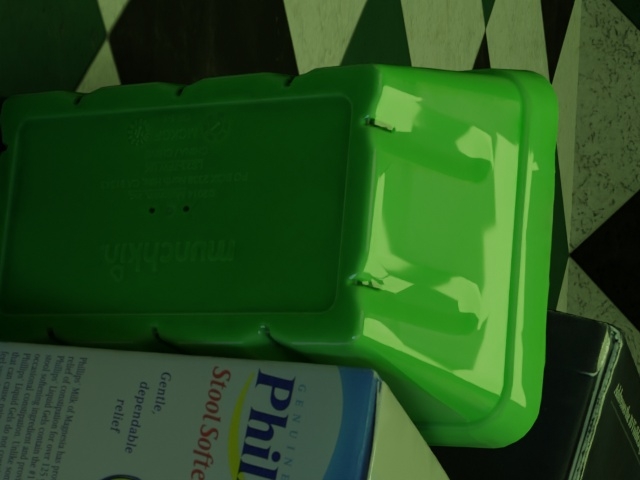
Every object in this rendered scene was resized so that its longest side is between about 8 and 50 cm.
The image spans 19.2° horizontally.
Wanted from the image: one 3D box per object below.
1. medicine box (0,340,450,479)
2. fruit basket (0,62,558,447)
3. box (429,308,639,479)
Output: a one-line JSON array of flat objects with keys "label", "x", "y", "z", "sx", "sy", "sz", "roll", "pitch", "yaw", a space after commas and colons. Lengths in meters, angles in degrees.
[{"label": "medicine box", "x": -0.079, "y": 0.182, "z": 1.181, "sx": 0.263, "sy": 0.289, "sz": 0.149, "roll": 58, "pitch": 38, "yaw": -61}, {"label": "fruit basket", "x": 0.000, "y": 0.000, "z": 1.286, "sx": 0.392, "sy": 0.392, "sz": 0.283, "roll": 36, "pitch": 57, "yaw": -69}, {"label": "box", "x": 0.093, "y": 0.328, "z": 1.624, "sx": 0.472, "sy": 0.297, "sz": 0.480, "roll": -69, "pitch": 158, "yaw": -16}]
